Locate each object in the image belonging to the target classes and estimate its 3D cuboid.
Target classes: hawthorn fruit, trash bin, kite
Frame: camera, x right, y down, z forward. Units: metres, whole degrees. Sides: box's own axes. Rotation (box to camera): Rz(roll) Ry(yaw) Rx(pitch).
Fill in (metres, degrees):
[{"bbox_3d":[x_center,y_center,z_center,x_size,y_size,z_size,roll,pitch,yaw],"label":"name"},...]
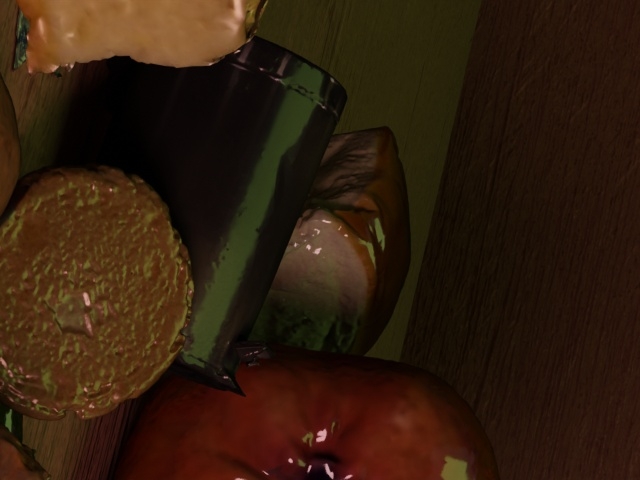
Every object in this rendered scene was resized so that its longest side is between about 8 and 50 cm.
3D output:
[{"bbox_3d":[-0.014,0.321,2.144,0.472,0.472,0.471,11,90,-77],"label":"hawthorn fruit"},{"bbox_3d":[-0.122,-0.034,1.821,0.203,0.252,0.301,49,60,-73],"label":"trash bin"},{"bbox_3d":[-0.236,-0.194,1.676,0.156,0.011,0.139,85,23,-50],"label":"kite"}]

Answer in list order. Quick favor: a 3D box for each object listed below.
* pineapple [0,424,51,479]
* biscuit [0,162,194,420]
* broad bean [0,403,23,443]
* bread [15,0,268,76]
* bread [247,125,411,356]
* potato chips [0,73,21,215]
[{"bbox_3d":[-0.288,0.276,1.583,0.340,0.169,0.169,96,11,-58],"label":"pineapple"},{"bbox_3d":[-0.207,0.044,1.648,0.042,0.226,0.226,-1,-106,60],"label":"biscuit"},{"bbox_3d":[-0.274,0.108,1.689,0.060,0.043,0.297,-10,108,-72],"label":"broad bean"},{"bbox_3d":[-0.153,-0.302,1.411,0.279,0.248,0.315,40,53,-76],"label":"bread"},{"bbox_3d":[0.000,0.000,2.379,0.279,0.225,0.250,-71,167,-49],"label":"bread"},{"bbox_3d":[-0.276,-0.067,1.501,0.195,0.062,0.208,-62,161,-47],"label":"potato chips"}]
